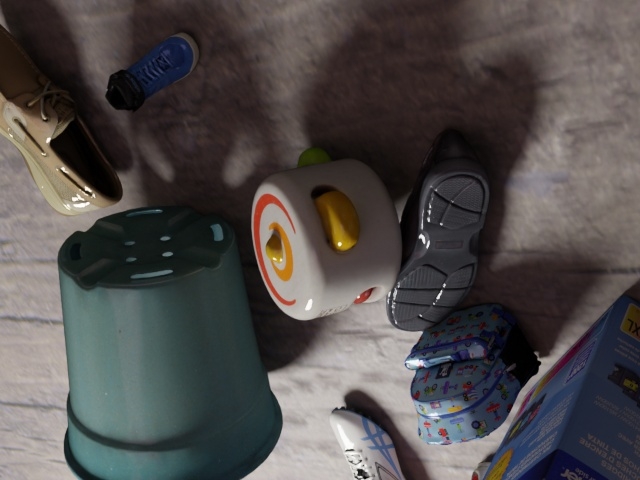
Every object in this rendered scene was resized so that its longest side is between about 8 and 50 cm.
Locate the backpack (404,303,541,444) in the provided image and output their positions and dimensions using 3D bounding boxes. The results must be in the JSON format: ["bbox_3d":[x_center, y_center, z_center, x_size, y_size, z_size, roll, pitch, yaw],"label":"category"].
[{"bbox_3d":[0.186,0.183,1.224,0.158,0.173,0.117,-15,114,40],"label":"backpack"}]

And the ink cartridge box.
[{"bbox_3d":[0.291,0.288,1.080,0.151,0.395,0.270,34,134,6],"label":"ink cartridge box"}]

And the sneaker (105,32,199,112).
[{"bbox_3d":[-0.230,-0.220,1.245,0.152,0.084,0.058,-21,110,41],"label":"sneaker"}]

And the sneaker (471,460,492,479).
[{"bbox_3d":[0.255,0.467,1.433,0.107,0.118,0.279,7,126,29],"label":"sneaker"}]

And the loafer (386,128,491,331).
[{"bbox_3d":[0.148,-0.006,1.182,0.109,0.095,0.303,4,136,-7],"label":"loafer"}]

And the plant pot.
[{"bbox_3d":[-0.237,0.148,1.381,0.341,0.341,0.334,11,121,26],"label":"plant pot"}]

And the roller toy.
[{"bbox_3d":[0.000,0.000,1.172,0.209,0.146,0.191,40,137,52],"label":"roller toy"}]

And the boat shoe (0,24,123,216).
[{"bbox_3d":[-0.407,-0.188,1.369,0.110,0.122,0.341,-7,129,31],"label":"boat shoe"}]

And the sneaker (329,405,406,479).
[{"bbox_3d":[0.082,0.370,1.494,0.085,0.086,0.237,-16,112,41],"label":"sneaker"}]
